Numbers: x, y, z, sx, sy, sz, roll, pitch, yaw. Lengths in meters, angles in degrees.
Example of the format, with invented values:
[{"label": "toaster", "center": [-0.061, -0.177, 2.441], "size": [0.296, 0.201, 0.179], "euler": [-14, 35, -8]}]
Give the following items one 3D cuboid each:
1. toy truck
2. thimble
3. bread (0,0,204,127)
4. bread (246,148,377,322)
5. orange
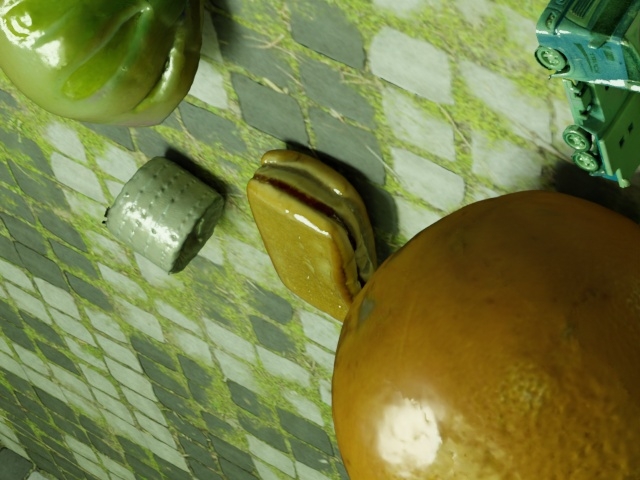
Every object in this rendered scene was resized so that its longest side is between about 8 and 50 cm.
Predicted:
[{"label": "toy truck", "center": [0.204, -0.100, 1.129], "size": [0.081, 0.067, 0.175], "euler": [18, 151, 33]}, {"label": "thimble", "center": [-0.161, -0.027, 1.721], "size": [0.090, 0.102, 0.115], "euler": [34, 149, 7]}, {"label": "bread", "center": [-0.200, -0.193, 1.393], "size": [0.158, 0.156, 0.260], "euler": [7, 144, 51]}, {"label": "bread", "center": [0.000, 0.000, 1.585], "size": [0.116, 0.077, 0.200], "euler": [23, 155, 25]}, {"label": "orange", "center": [0.160, 0.117, 1.299], "size": [0.312, 0.312, 0.312], "euler": [30, 156, 15]}]
